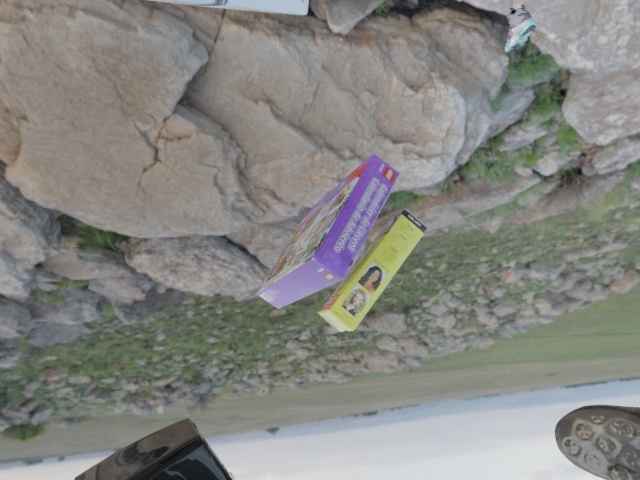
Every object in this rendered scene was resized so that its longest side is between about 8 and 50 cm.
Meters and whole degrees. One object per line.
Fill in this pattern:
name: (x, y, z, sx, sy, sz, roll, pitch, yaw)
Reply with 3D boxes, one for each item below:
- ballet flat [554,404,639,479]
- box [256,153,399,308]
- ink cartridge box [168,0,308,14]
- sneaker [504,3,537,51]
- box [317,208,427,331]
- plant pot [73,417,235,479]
ballet flat: (0.378, 0.206, 0.449, 0.058, 0.084, 0.249, 3, 159, -44)
box: (0.000, 0.000, 0.736, 0.057, 0.201, 0.293, 35, 154, -10)
ink cartridge box: (-0.182, -0.383, 0.581, 0.289, 0.211, 0.122, -24, 130, -45)
sneaker: (0.386, -0.426, 0.862, 0.038, 0.069, 0.098, -19, 174, -7)
box: (0.093, 0.054, 0.775, 0.058, 0.232, 0.087, 40, 163, -3)
plant pot: (-0.199, 0.354, 0.577, 0.166, 0.188, 0.187, -35, -174, -25)
